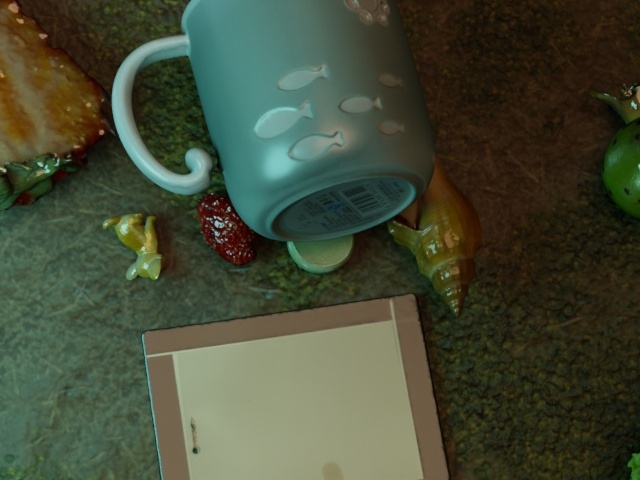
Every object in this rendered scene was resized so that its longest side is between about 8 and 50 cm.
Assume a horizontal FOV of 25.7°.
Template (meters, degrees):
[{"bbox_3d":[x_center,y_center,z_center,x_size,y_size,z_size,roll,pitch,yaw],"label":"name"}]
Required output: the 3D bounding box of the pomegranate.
[{"bbox_3d":[0.416,-0.112,1.759,0.156,0.156,0.220,-18,48,-11],"label":"pomegranate"}]

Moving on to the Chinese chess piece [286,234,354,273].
[{"bbox_3d":[0.000,0.000,1.724,0.084,0.034,0.084,2,75,-8],"label":"Chinese chess piece"}]

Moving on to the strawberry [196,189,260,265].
[{"bbox_3d":[-0.106,-0.017,1.693,0.083,0.083,0.096,-19,84,-11],"label":"strawberry"}]

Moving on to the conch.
[{"bbox_3d":[0.131,-0.053,1.733,0.109,0.093,0.330,-16,58,7],"label":"conch"}]

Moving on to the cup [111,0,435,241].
[{"bbox_3d":[-0.055,-0.147,1.613,0.356,0.259,0.275,-12,70,-12],"label":"cup"}]

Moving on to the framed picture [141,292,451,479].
[{"bbox_3d":[-0.028,0.212,1.680,0.347,0.016,0.265,-9,79,-9],"label":"framed picture"}]

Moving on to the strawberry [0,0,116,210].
[{"bbox_3d":[-0.416,-0.147,1.654,0.280,0.150,0.253,46,56,7],"label":"strawberry"}]

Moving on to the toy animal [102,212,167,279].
[{"bbox_3d":[-0.220,0.012,1.683,0.081,0.060,0.083,8,71,-46],"label":"toy animal"}]

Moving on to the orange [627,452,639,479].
[{"bbox_3d":[0.498,0.309,1.620,0.301,0.223,0.300,18,65,1],"label":"orange"}]
